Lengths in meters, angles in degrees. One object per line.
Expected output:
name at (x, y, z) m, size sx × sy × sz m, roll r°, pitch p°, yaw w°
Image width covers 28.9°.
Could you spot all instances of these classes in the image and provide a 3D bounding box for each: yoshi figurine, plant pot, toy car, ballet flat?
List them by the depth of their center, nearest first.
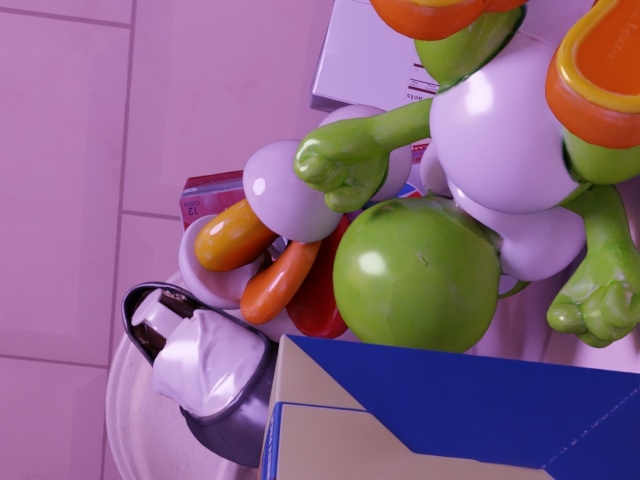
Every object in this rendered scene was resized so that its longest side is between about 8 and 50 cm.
yoshi figurine at (0.088, -0.026, 0.718) m, size 0.362 × 0.203 × 0.203 m, roll 89°, pitch 176°, yaw -66°
toy car at (0.000, 0.000, 0.895) m, size 0.182 × 0.136 × 0.159 m, roll -31°, pitch -9°, yaw -42°
ballet flat at (-0.089, 0.092, 0.933) m, size 0.095 × 0.096 × 0.280 m, roll -53°, pitch 28°, yaw -9°
plant pot at (-0.011, 0.179, 1.106) m, size 0.305 × 0.334 × 0.334 m, roll -154°, pitch 71°, yaw -74°

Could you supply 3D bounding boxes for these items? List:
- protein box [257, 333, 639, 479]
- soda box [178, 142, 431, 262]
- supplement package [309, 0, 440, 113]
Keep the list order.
protein box at (0.061, 0.173, 0.661) m, size 0.201 × 0.200 × 0.136 m, roll 101°, pitch 175°, yaw -45°
soda box at (0.018, -0.024, 1.044) m, size 0.092 × 0.263 × 0.083 m, roll -91°, pitch -6°, yaw -77°
supplement package at (0.083, -0.210, 1.157) m, size 0.194 × 0.149 × 0.203 m, roll -139°, pitch 62°, yaw -88°
